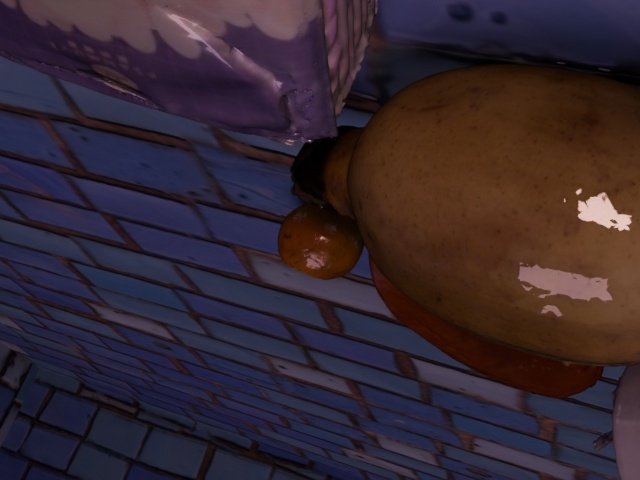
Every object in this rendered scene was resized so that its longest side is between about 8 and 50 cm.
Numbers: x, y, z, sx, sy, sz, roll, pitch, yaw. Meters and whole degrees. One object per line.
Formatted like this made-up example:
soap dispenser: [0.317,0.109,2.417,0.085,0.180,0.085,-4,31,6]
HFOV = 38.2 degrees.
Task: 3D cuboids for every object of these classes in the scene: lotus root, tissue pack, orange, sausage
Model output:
lotus root: [0.106,-0.024,0.582,0.310,0.182,0.183,17,159,29]
tissue pack: [-0.098,-0.197,0.403,0.243,0.125,0.343,19,157,12]
orange: [0.000,0.000,0.864,0.083,0.070,0.083,23,175,2]
sausage: [0.140,0.045,0.761,0.258,0.133,0.133,33,157,-30]

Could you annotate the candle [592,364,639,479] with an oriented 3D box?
candle: [0.339,0.165,0.772,0.187,0.187,0.330,34,156,-29]
